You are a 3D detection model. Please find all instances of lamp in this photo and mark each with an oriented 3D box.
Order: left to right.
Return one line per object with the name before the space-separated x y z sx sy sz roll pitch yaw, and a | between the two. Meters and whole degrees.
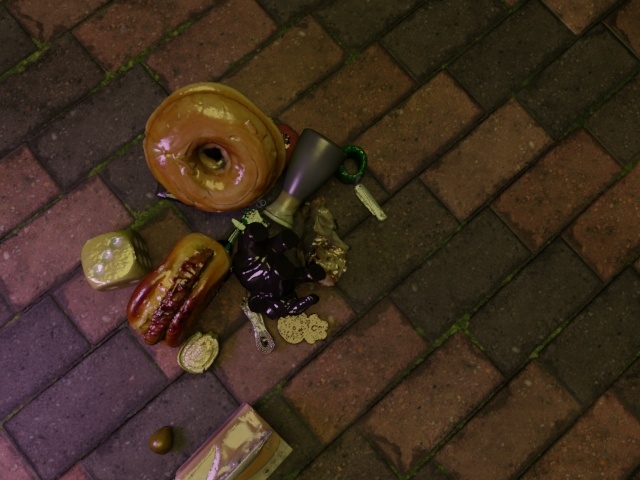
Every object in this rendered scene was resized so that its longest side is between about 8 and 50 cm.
lamp | -0.156 -0.329 1.721 0.182 0.140 0.181 0 84 0

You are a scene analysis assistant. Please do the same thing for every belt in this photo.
belt | -0.216 0.272 1.658 0.072 0.053 0.231 -19 82 -5

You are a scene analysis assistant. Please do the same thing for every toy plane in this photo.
toy plane | -0.339 0.042 1.672 0.155 0.106 0.381 35 80 -3

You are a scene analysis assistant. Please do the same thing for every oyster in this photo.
oyster | 0.006 -0.003 1.670 0.198 0.133 0.336 -15 59 25

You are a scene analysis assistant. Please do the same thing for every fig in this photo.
fig | -0.509 0.640 1.573 0.074 0.074 0.087 17 64 0

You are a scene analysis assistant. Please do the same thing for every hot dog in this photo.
hot dog | -0.451 0.174 1.512 0.185 0.223 0.405 35 107 3

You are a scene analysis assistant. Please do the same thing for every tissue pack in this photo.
tissue pack | -0.259 0.678 1.478 0.305 0.238 0.238 -43 85 -18

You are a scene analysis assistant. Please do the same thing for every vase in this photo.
vase | -0.062 -0.202 1.651 0.173 0.173 0.321 33 94 3

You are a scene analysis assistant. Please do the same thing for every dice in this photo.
dice | -0.668 0.068 1.611 0.170 0.169 0.166 -18 82 -6

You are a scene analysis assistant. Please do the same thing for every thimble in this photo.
thimble | 0.109 -0.269 1.747 0.118 0.090 0.130 -14 81 -9

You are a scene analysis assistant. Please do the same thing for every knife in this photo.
knife | 0.177 -0.136 1.762 0.044 0.023 0.162 -35 83 -10

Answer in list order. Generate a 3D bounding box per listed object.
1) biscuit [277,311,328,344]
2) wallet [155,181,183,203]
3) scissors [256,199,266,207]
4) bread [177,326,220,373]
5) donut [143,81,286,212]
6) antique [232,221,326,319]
biscuit | -0.062 0.298 1.675 0.175 0.026 0.124 11 81 -1
wallet | -0.447 -0.206 1.733 0.246 0.052 0.168 15 83 -3
scissors | -0.225 -0.158 1.754 0.036 0.006 0.083 -24 82 -9
bread | -0.400 0.368 1.627 0.118 0.064 0.156 37 79 -1
donut | -0.333 -0.279 1.557 0.450 0.448 0.198 -3 36 -5
antique | -0.151 0.106 1.575 0.322 0.255 0.185 50 43 5
